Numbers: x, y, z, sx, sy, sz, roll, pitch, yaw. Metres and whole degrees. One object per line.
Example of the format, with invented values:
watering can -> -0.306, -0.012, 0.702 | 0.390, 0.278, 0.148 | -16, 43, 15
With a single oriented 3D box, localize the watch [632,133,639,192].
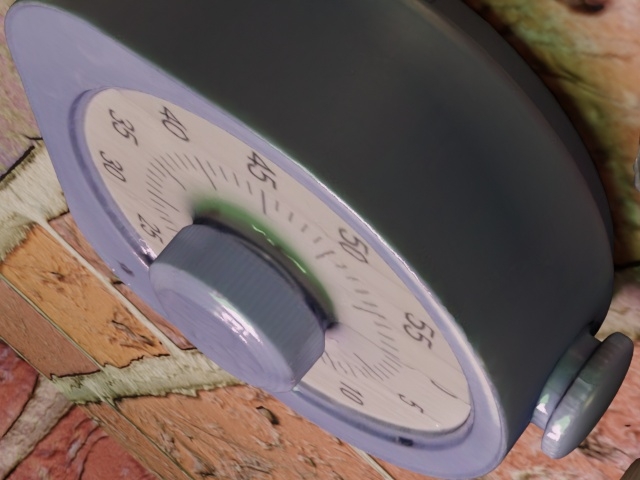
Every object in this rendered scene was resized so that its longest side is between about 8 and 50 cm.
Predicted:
watch -> 0.222, -0.014, 0.516 | 0.206, 0.068, 0.193 | 30, 160, 35

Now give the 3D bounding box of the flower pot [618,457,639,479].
flower pot -> 0.258, 0.262, 0.834 | 0.239, 0.190, 0.209 | 25, 154, 31

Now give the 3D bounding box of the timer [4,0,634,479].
timer -> 0.000, 0.000, 0.769 | 0.395, 0.173, 0.395 | 34, 157, 16
